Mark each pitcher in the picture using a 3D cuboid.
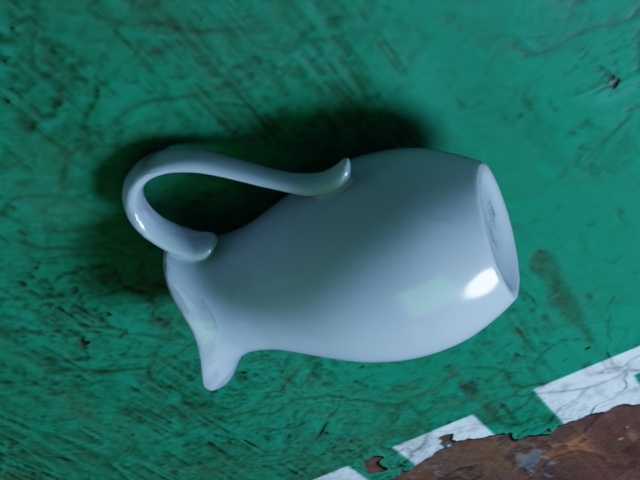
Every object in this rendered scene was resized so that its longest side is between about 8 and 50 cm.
[{"bbox_3d":[0.000,0.000,0.726,0.207,0.125,0.178,-14,133,19],"label":"pitcher"}]
